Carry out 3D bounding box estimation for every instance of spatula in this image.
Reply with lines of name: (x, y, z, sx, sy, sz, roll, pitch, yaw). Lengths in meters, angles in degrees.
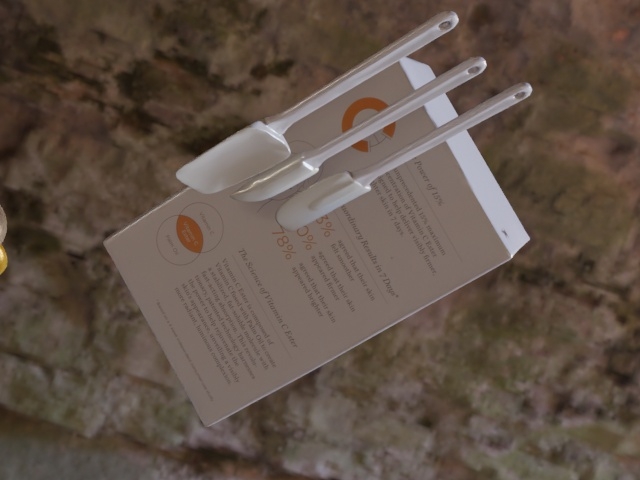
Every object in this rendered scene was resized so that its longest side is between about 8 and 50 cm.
spatula: (0.027, -0.080, 0.856, 0.242, 0.019, 0.168, -28, -33, 24)

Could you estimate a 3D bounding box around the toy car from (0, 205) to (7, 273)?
toy car: (-0.425, -0.005, 1.188, 0.182, 0.136, 0.159, 42, -33, -2)

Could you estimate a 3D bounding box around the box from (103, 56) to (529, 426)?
box: (0.000, 0.000, 1.128, 0.215, 0.345, 0.168, 61, 16, 4)
